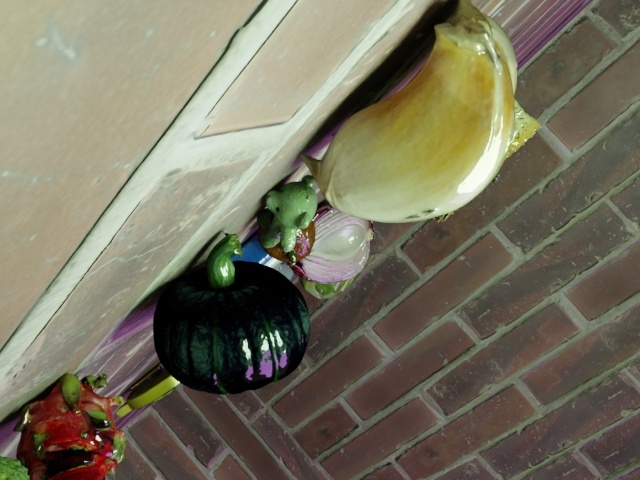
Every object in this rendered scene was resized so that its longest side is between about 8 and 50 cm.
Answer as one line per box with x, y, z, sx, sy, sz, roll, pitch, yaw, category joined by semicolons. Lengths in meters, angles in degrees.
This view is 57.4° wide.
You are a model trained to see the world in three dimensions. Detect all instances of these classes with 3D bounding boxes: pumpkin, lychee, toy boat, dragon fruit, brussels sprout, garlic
-0.141;0.103;0.913;0.248;0.248;0.248;-41;176;-3;pumpkin
-0.063;-0.010;1.037;0.140;0.101;0.114;-59;159;-50;lychee
-0.145;0.087;1.652;0.134;0.079;0.207;-51;164;9;toy boat
-0.374;0.286;0.888;0.166;0.172;0.160;-37;140;10;dragon fruit
0.031;0.048;1.715;0.244;0.244;0.244;-41;176;-3;brussels sprout
0.145;-0.170;0.817;0.249;0.286;0.313;16;131;-30;garlic

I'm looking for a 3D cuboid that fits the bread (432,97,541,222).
0.270;-0.201;1.206;0.279;0.248;0.315;-41;180;11;bread

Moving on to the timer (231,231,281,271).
-0.152;0.069;1.214;0.178;0.078;0.253;-41;176;-14;timer

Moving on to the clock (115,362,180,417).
-0.475;0.406;1.786;0.293;0.071;0.277;-31;-173;11;clock

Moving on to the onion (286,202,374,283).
0.000;0.000;1.501;0.283;0.120;0.227;-12;115;-36;onion

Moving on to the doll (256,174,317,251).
-0.064;-0.039;0.928;0.150;0.077;0.115;-39;-136;49;doll

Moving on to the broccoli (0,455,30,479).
-0.491;0.380;0.699;0.302;0.186;0.254;-40;-144;-22;broccoli
